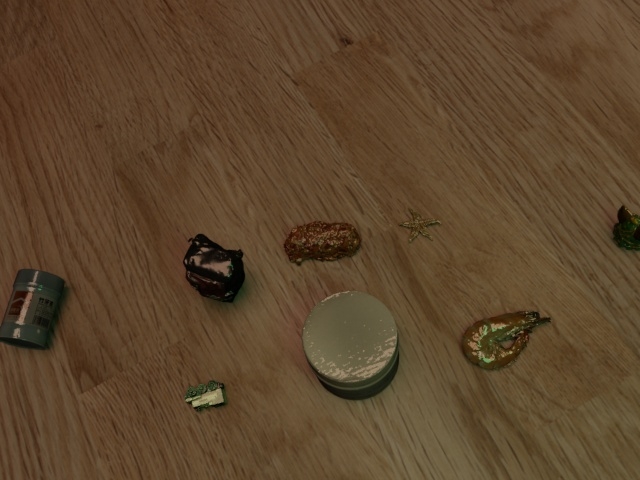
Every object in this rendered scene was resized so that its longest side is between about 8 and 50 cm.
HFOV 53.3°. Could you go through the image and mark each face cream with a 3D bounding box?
[{"bbox_3d":[0.060,0.202,1.208,0.178,0.153,0.177,-3,64,6],"label":"face cream"}]

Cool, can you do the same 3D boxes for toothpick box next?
[{"bbox_3d":[-0.623,0.148,1.375,0.101,0.101,0.153,3,66,11],"label":"toothpick box"}]

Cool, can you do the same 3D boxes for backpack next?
[{"bbox_3d":[-0.213,0.071,1.305,0.120,0.165,0.105,17,62,13],"label":"backpack"}]

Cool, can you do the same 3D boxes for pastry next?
[{"bbox_3d":[0.000,-0.002,1.363,0.170,0.063,0.087,-8,66,5],"label":"pastry"}]

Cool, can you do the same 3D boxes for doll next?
[{"bbox_3d":[0.604,-0.018,1.250,0.076,0.113,0.078,-48,62,26],"label":"doll"}]

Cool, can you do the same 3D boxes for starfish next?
[{"bbox_3d":[0.213,-0.037,1.371,0.092,0.016,0.086,-9,65,11],"label":"starfish"}]

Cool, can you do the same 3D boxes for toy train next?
[{"bbox_3d":[-0.229,0.312,1.270,0.083,0.033,0.053,-18,67,1],"label":"toy train"}]

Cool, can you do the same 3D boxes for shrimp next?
[{"bbox_3d":[0.361,0.185,1.227,0.180,0.041,0.099,-21,65,-1],"label":"shrimp"}]
